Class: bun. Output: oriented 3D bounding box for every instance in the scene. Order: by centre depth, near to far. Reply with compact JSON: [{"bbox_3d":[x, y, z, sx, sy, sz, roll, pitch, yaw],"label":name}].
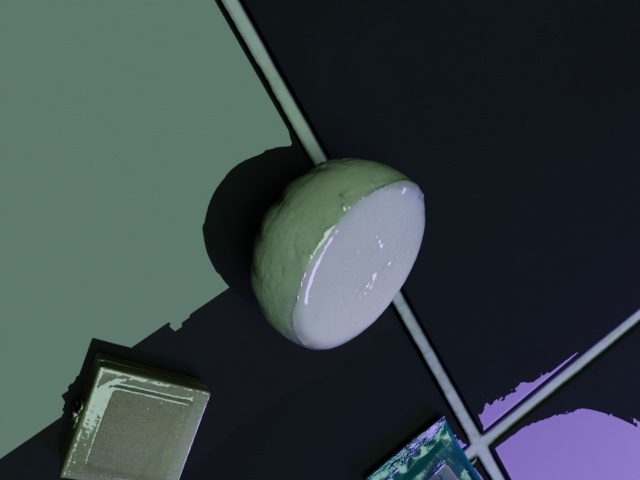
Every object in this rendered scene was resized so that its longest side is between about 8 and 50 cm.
[{"bbox_3d":[0.000,0.000,0.503,0.138,0.094,0.138,-37,145,-31],"label":"bun"}]

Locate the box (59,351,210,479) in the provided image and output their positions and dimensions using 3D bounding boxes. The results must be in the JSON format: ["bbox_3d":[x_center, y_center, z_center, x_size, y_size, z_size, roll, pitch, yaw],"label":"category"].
[{"bbox_3d":[-0.129,0.126,0.502,0.083,0.035,0.079,20,91,-22],"label":"box"}]

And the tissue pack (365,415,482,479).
[{"bbox_3d":[0.104,0.222,0.617,0.085,0.028,0.138,-37,105,-15],"label":"tissue pack"}]
